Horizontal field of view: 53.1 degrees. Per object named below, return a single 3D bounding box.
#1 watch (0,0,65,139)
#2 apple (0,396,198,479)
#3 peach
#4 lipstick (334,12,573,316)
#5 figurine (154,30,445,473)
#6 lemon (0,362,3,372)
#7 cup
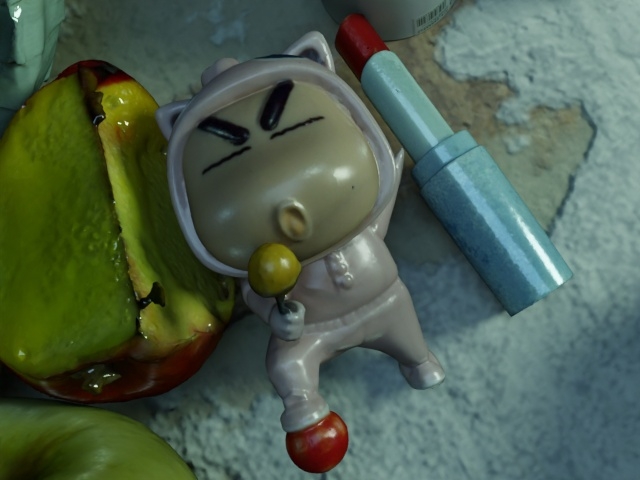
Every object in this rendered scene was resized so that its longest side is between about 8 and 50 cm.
[{"bbox_3d":[-0.317,-0.183,0.500,0.253,0.241,0.162,-16,37,13],"label":"watch"},{"bbox_3d":[-0.179,0.249,0.381,0.233,0.295,0.258,7,97,14],"label":"apple"},{"bbox_3d":[-0.170,-0.004,0.493,0.154,0.159,0.267,-28,65,10],"label":"peach"},{"bbox_3d":[0.096,-0.069,0.519,0.061,0.068,0.274,-32,79,-10],"label":"lipstick"},{"bbox_3d":[0.000,0.000,0.447,0.176,0.186,0.288,-18,94,-4],"label":"figurine"},{"bbox_3d":[-0.350,0.064,0.468,0.219,0.240,0.240,-41,78,-17],"label":"lemon"},{"bbox_3d":[0.065,-0.274,0.521,0.134,0.142,0.173,32,85,11],"label":"cup"}]
